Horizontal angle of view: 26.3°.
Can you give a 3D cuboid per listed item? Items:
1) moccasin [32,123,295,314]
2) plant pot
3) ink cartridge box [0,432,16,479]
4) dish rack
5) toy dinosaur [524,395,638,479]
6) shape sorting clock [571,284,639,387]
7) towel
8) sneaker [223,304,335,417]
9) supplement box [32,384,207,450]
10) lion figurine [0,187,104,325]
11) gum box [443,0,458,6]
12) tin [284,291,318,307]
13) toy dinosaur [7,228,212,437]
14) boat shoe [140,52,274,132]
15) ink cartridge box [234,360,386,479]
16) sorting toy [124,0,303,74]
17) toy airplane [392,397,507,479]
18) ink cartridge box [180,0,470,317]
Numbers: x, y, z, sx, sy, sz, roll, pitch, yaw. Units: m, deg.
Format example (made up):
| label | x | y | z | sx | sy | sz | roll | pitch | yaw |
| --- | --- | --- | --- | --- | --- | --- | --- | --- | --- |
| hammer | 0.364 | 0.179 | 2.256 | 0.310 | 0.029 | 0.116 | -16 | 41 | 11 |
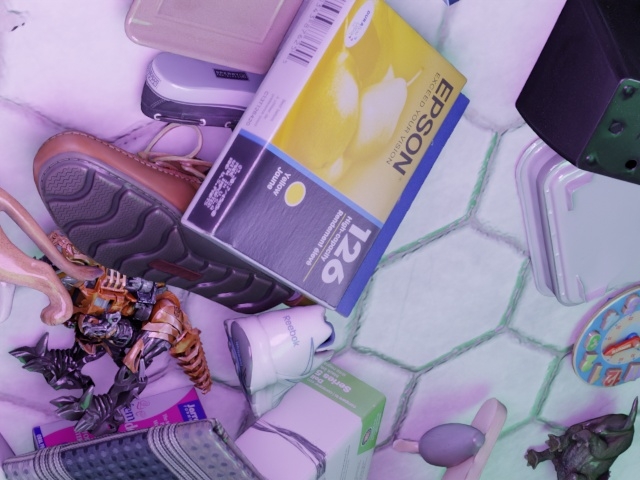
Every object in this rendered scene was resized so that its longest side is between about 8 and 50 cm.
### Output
| label | x | y | z | sx | sy | sz | roll | pitch | yaw |
| --- | --- | --- | --- | --- | --- | --- | --- | --- | --- |
| moccasin | -0.162 | -0.038 | 1.509 | 0.139 | 0.147 | 0.380 | -31 | 146 | 31 |
| plant pot | 0.363 | -0.164 | 1.605 | 0.188 | 0.167 | 0.187 | 13 | 125 | -16 |
| ink cartridge box | -0.462 | 0.351 | 1.721 | 0.207 | 0.117 | 0.283 | -23 | 138 | -7 |
| dish rack | 0.419 | -0.050 | 1.857 | 0.285 | 0.072 | 0.333 | -26 | 139 | -6 |
| toy dinosaur | 0.441 | 0.338 | 2.229 | 0.160 | 0.121 | 0.314 | -9 | 130 | -38 |
| shape sorting clock | 0.477 | 0.148 | 2.097 | 0.206 | 0.040 | 0.206 | -15 | 136 | -15 |
| towel | -0.165 | 0.326 | 1.636 | 0.312 | 0.056 | 0.324 | -16 | 130 | 28 |
| sneaker | -0.043 | 0.145 | 1.686 | 0.129 | 0.111 | 0.297 | -18 | 171 | -6 |
| supplement box | -0.251 | 0.287 | 1.781 | 0.220 | 0.111 | 0.114 | -14 | 135 | -18 |
| lion figurine | -0.440 | 0.020 | 1.399 | 0.392 | 0.142 | 0.240 | -25 | 110 | -15 |
| gum box | 0.195 | -0.356 | 1.461 | 0.184 | 0.041 | 0.157 | -25 | 138 | -3 |
| tin | 0.000 | 0.000 | 1.649 | 0.040 | 0.106 | 0.190 | 15 | 122 | -28 |
| toy dinosaur | -0.229 | 0.111 | 1.609 | 0.322 | 0.164 | 0.218 | 41 | 88 | -25 |
| boat shoe | -0.088 | -0.145 | 1.484 | 0.228 | 0.080 | 0.076 | 3 | 137 | -30 |
| ink cartridge box | -0.043 | 0.320 | 1.833 | 0.273 | 0.114 | 0.198 | -39 | 150 | -42 |
| sorting toy | -0.092 | -0.276 | 1.378 | 0.347 | 0.047 | 0.196 | 9 | 119 | -38 |
| toy airplane | 0.135 | 0.437 | 1.963 | 0.384 | 0.272 | 0.386 | -64 | 171 | 22 |
| ink cartridge box | 0.035 | -0.084 | 1.487 | 0.307 | 0.072 | 0.304 | 32 | 87 | -45 |
